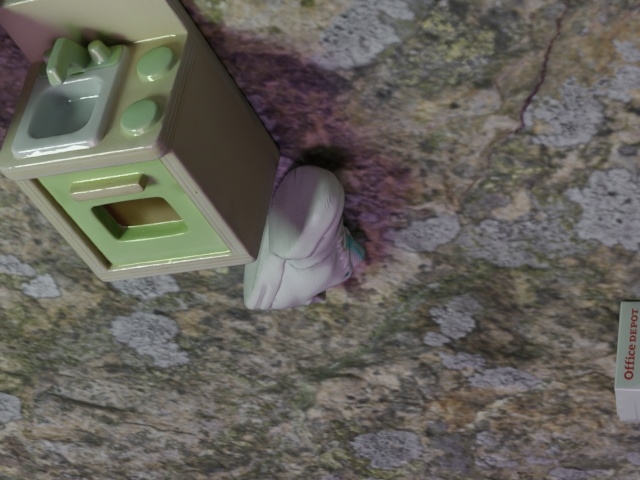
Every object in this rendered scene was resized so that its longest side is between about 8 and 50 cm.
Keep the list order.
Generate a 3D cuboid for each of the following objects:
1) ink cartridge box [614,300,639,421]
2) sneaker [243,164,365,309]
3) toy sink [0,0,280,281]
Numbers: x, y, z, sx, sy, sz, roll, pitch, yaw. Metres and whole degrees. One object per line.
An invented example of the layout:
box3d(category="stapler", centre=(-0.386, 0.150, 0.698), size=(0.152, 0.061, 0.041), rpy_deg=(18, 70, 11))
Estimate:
box3d(category="ink cartridge box", centre=(0.333, 0.108, 1.536), size=(0.135, 0.099, 0.056), rpy_deg=(-1, 143, 16))
box3d(category="sneaker", centre=(0.000, 0.000, 1.518), size=(0.094, 0.080, 0.212), rpy_deg=(8, 153, -15))
box3d(category="toy sink", centre=(-0.156, -0.084, 1.381), size=(0.153, 0.131, 0.234), rpy_deg=(-7, 140, 24))
